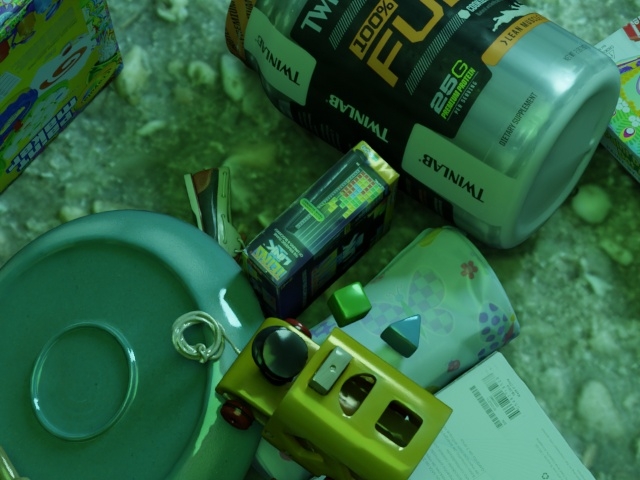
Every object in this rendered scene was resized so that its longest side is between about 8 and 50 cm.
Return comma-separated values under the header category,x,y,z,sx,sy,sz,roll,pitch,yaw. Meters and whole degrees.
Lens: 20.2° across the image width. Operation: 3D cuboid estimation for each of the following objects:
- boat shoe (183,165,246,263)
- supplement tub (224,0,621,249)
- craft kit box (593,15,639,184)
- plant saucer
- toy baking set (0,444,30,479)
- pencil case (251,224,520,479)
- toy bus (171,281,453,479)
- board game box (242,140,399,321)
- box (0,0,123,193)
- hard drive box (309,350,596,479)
category,x,y,z,sx,sy,sz,roll,pitch,yaw
boat shoe,-0.088,-0.003,1.608,0.043,0.049,0.137,-13,69,-6
supplement tub,0.084,-0.148,1.562,0.316,0.193,0.193,33,76,18
craft kit box,0.381,-0.127,1.603,0.250,0.061,0.246,-34,61,-9
plant saucer,-0.192,0.121,1.509,0.317,0.044,0.317,-7,72,23
toy baking set,-0.293,0.268,1.486,0.197,0.030,0.256,-39,71,23
pencil case,0.036,0.102,1.540,0.273,0.113,0.124,-33,64,-9
toy bus,0.003,0.118,1.397,0.202,0.104,0.191,-7,70,-16
board game box,0.000,0.000,1.541,0.048,0.170,0.141,44,79,11
box,-0.339,-0.150,1.532,0.177,0.279,0.290,40,77,11
hard drive box,0.107,0.236,1.511,0.232,0.089,0.181,-33,76,-9
